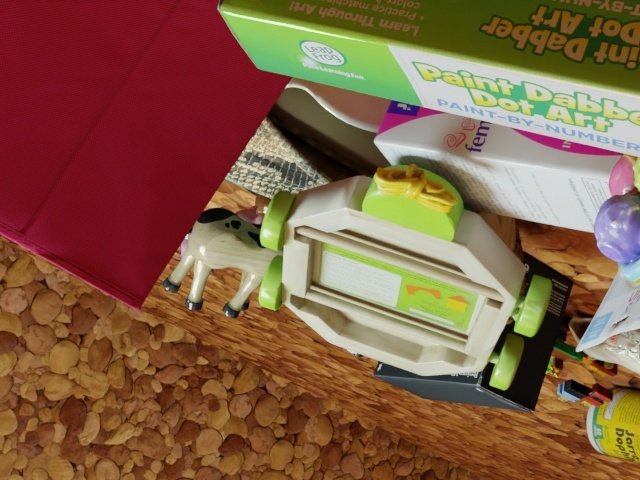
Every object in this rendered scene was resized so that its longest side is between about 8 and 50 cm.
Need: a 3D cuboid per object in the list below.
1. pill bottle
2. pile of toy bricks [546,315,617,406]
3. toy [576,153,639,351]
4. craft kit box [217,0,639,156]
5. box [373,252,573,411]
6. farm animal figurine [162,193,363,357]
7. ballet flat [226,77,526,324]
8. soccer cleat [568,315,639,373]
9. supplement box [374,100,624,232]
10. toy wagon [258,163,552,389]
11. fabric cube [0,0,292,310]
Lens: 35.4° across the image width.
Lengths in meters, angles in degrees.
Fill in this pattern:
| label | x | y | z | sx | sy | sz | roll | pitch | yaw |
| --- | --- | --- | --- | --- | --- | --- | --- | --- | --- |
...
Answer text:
| label | x | y | z | sx | sy | sz | roll | pitch | yaw |
| --- | --- | --- | --- | --- | --- | --- | --- | --- | --- |
| pill bottle | 0.549 | 0.308 | 1.629 | 0.117 | 0.118 | 0.208 | 33 | 162 | -33 |
| pile of toy bricks | 0.325 | 0.174 | 1.465 | 0.212 | 0.118 | 0.105 | 28 | 144 | -16 |
| toy | 0.231 | -0.045 | 0.671 | 0.056 | 0.237 | 0.137 | 34 | 165 | 3 |
| craft kit box | 0.118 | -0.161 | 0.406 | 0.249 | 0.247 | 0.061 | 17 | 163 | 22 |
| box | 0.202 | 0.125 | 1.375 | 0.103 | 0.184 | 0.261 | 29 | 164 | -22 |
| farm animal figurine | 0.000 | 0.000 | 1.187 | 0.326 | 0.172 | 0.330 | 30 | -158 | 3 |
| ballet flat | 0.075 | -0.060 | 1.031 | 0.482 | 0.164 | 0.182 | 30 | 139 | -20 |
| soccer cleat | 0.422 | 0.142 | 1.352 | 0.076 | 0.068 | 0.196 | 37 | 162 | -34 |
| supplement box | 0.174 | -0.087 | 0.833 | 0.220 | 0.111 | 0.114 | 12 | 161 | 34 |
| toy wagon | 0.077 | 0.025 | 0.933 | 0.267 | 0.068 | 0.344 | 18 | 149 | 8 |
| fabric cube | -0.218 | -0.143 | 0.814 | 0.259 | 0.258 | 0.254 | 36 | 176 | -41 |
